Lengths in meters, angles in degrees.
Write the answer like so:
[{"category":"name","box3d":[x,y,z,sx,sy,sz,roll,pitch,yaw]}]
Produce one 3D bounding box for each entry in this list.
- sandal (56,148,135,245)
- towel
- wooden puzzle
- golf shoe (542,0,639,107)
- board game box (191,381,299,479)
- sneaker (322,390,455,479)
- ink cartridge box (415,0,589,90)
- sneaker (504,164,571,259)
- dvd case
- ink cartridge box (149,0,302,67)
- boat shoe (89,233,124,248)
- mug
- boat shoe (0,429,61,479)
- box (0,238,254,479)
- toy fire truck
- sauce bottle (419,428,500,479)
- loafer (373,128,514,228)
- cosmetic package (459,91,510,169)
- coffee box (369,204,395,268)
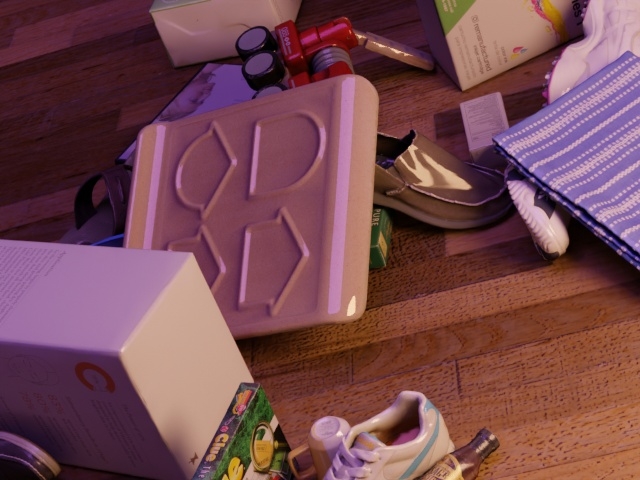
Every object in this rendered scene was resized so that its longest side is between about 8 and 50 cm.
[{"category":"sandal","box3d":[-0.297,-0.042,2.143,0.120,0.086,0.303,7,46,36]},{"category":"towel","box3d":[0.393,-0.082,1.779,0.243,0.040,0.336,-33,55,-21]},{"category":"wooden puzzle","box3d":[-0.084,-0.023,1.916,0.348,0.080,0.322,-9,65,30]},{"category":"golf shoe","box3d":[0.399,-0.247,2.032,0.140,0.115,0.306,13,55,25]},{"category":"board game box","box3d":[-0.098,0.285,1.582,0.030,0.136,0.259,-2,42,29]},{"category":"sneaker","box3d":[0.037,0.248,1.593,0.229,0.092,0.087,-41,41,-22]},{"category":"ink cartridge box","box3d":[0.275,-0.367,2.153,0.278,0.201,0.117,-26,37,-5]},{"category":"sneaker","box3d":[0.307,-0.079,1.861,0.153,0.094,0.235,-24,25,12]},{"category":"dvd case","box3d":[-0.170,-0.182,2.309,0.180,0.022,0.253,9,47,36]},{"category":"ink cartridge box","box3d":[-0.132,-0.446,2.540,0.207,0.119,0.353,-8,39,19]},{"category":"boat shoe","box3d":[-0.332,0.068,2.010,0.258,0.109,0.089,-30,40,-6]},{"category":"mug","box3d":[0.011,0.227,1.657,0.062,0.064,0.078,21,55,43]},{"category":"boat shoe","box3d":[-0.397,0.268,1.818,0.223,0.080,0.073,4,49,39]},{"category":"box","box3d":[-0.288,0.135,1.806,0.345,0.215,0.168,4,43,31]},{"category":"toy fire truck","box3d":[0.032,-0.230,2.178,0.246,0.158,0.217,-25,42,8]},{"category":"sauce bottle","box3d":[0.133,0.244,1.590,0.128,0.042,0.042,-41,40,-25]},{"category":"loafer","box3d":[0.121,-0.084,1.931,0.251,0.087,0.094,11,42,10]},{"category":"cosmetic package","box3d":[0.221,-0.142,2.033,0.060,0.041,0.115,-15,37,10]},{"category":"coffee box","box3d":[0.000,0.000,1.970,0.184,0.040,0.113,-10,36,17]}]
